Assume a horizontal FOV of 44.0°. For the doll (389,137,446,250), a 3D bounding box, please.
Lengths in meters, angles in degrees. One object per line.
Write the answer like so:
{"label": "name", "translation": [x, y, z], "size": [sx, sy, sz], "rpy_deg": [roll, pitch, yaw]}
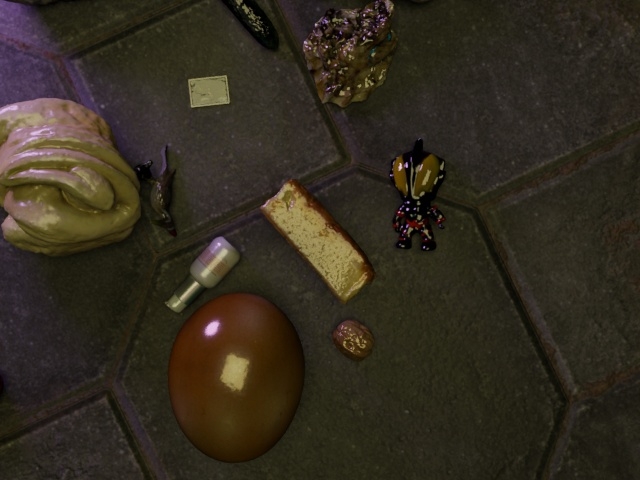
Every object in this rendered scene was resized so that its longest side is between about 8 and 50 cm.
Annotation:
{"label": "doll", "translation": [0.216, -0.102, 1.757], "size": [0.127, 0.088, 0.248], "rpy_deg": [5, 93, -3]}

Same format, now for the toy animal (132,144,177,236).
{"label": "toy animal", "translation": [-0.352, -0.104, 1.744], "size": [0.105, 0.070, 0.202], "rpy_deg": [-17, 92, -36]}

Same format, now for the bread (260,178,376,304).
{"label": "bread", "translation": [0.000, 0.000, 1.701], "size": [0.114, 0.185, 0.274], "rpy_deg": [-39, 91, 2]}

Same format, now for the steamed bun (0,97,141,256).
{"label": "steamed bun", "translation": [-0.564, -0.124, 1.643], "size": [0.325, 0.230, 0.372], "rpy_deg": [-34, 95, 14]}

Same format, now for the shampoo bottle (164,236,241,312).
{"label": "shampoo bottle", "translation": [-0.259, 0.080, 1.742], "size": [0.074, 0.074, 0.192], "rpy_deg": [41, 89, -2]}

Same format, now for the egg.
{"label": "egg", "translation": [-0.173, 0.282, 1.641], "size": [0.283, 0.282, 0.351], "rpy_deg": [0, 93, -2]}

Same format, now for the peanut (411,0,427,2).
{"label": "peanut", "translation": [0.181, -0.571, 1.736], "size": [0.207, 0.087, 0.087], "rpy_deg": [-1, 90, -27]}

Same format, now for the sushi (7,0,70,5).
{"label": "sushi", "translation": [-0.595, -0.665, 1.621], "size": [0.281, 0.299, 0.294], "rpy_deg": [-9, 88, -18]}

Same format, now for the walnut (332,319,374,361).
{"label": "walnut", "translation": [0.075, 0.221, 1.756], "size": [0.096, 0.082, 0.079], "rpy_deg": [37, 120, 3]}

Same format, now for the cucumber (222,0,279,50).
{"label": "cucumber", "translation": [-0.173, -0.521, 1.751], "size": [0.067, 0.067, 0.245], "rpy_deg": [-40, 90, -2]}

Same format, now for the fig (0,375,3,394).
{"label": "fig", "translation": [-0.756, 0.305, 1.727], "size": [0.125, 0.089, 0.089], "rpy_deg": [27, 89, 25]}

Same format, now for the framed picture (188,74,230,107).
{"label": "framed picture", "translation": [-0.249, -0.334, 1.777], "size": [0.089, 0.006, 0.066], "rpy_deg": [-6, 90, -3]}

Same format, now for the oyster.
{"label": "oyster", "translation": [0.072, -0.414, 1.758], "size": [0.214, 0.083, 0.222], "rpy_deg": [-12, 97, 0]}
